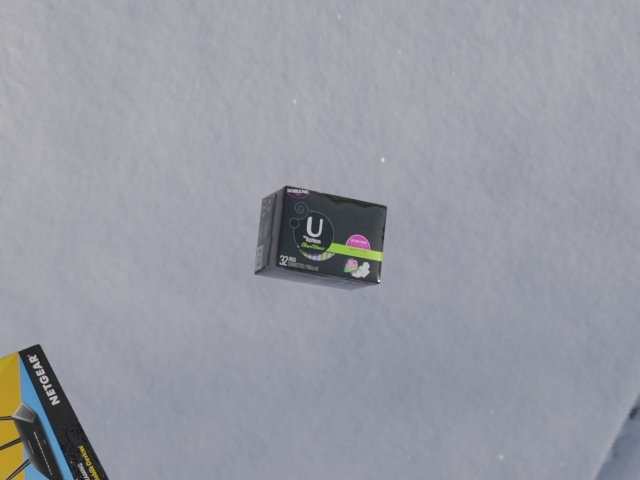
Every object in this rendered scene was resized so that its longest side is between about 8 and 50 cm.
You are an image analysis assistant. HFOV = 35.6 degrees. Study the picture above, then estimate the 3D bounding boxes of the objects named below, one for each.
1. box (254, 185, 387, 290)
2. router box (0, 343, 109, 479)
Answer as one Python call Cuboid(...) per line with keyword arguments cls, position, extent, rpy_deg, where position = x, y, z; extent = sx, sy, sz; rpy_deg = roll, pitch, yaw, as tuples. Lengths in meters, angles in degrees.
Cuboid(cls="box", position=(0.000, 0.000, 0.741), extent=(0.083, 0.062, 0.052), rpy_deg=(10, 168, -21))
Cuboid(cls="router box", position=(-0.277, 0.199, 0.896), extent=(0.133, 0.179, 0.046), rpy_deg=(-22, 161, -33))
